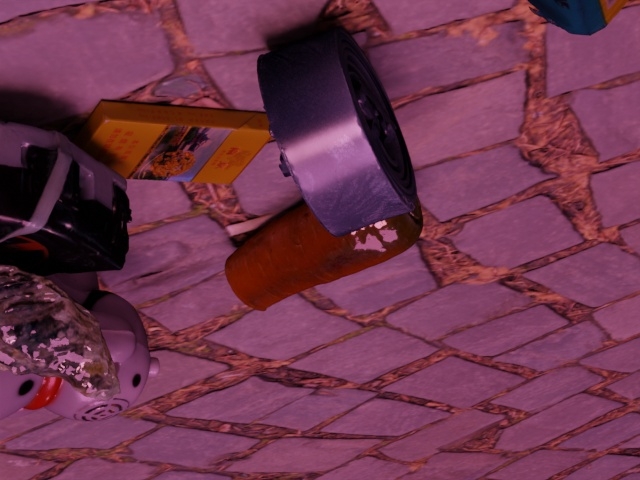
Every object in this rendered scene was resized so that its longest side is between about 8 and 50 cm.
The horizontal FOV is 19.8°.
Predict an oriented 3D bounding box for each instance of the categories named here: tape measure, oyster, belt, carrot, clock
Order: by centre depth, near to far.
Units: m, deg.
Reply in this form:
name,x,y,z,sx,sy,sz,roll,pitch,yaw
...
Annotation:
name,x,y,z,sx,sy,sz,roll,pitch,yaw
oyster,-0.292,0.049,1.391,0.199,0.087,0.252,-6,153,30
tape measure,-0.257,-0.031,1.400,0.182,0.107,0.181,-4,160,12
belt,0.014,-0.080,1.414,0.082,0.141,0.190,-19,157,12
clock,-0.259,0.088,1.573,0.254,0.189,0.189,1,151,-28
carrot,0.000,0.000,1.644,0.193,0.087,0.087,-24,154,26

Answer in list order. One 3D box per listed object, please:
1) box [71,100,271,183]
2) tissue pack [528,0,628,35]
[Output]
name,x,y,z,sx,sy,sz,roll,pitch,yaw
box,-0.122,-0.078,1.486,0.155,0.023,0.087,2,147,-32
tissue pack,0.104,-0.262,1.018,0.134,0.192,0.271,-48,154,-5
